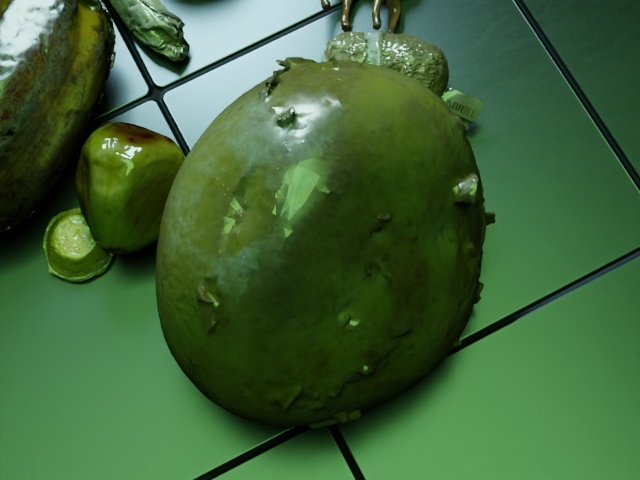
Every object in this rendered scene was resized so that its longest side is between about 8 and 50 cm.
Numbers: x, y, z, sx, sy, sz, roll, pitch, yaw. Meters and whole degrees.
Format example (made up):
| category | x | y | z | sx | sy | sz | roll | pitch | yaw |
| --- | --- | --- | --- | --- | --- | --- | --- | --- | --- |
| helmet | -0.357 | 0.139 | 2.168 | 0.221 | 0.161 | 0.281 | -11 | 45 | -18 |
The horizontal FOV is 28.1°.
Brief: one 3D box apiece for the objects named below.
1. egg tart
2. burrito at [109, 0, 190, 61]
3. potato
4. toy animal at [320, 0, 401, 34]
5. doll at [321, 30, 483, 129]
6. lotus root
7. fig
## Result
| category | x | y | z | sx | sy | sz | roll | pitch | yaw |
| --- | --- | --- | --- | --- | --- | --- | --- | --- | --- |
| egg tart | -0.312 | 0.001 | 1.646 | 0.105 | 0.039 | 0.105 | 0 | 71 | 0 |
| burrito | -0.257 | -0.334 | 1.753 | 0.058 | 0.063 | 0.229 | -24 | 67 | -36 |
| potato | 0.000 | 0.000 | 1.467 | 0.385 | 0.319 | 0.442 | 19 | 83 | 8 |
| toy animal | 0.127 | -0.373 | 1.749 | 0.224 | 0.066 | 0.230 | 19 | 67 | 9 |
| doll | 0.107 | -0.214 | 1.669 | 0.221 | 0.105 | 0.115 | 18 | 65 | 11 |
| lotus root | -0.394 | -0.165 | 1.624 | 0.196 | 0.179 | 0.397 | 37 | 72 | -30 |
| fig | -0.239 | -0.063 | 1.607 | 0.154 | 0.144 | 0.166 | -8 | 70 | 25 |
